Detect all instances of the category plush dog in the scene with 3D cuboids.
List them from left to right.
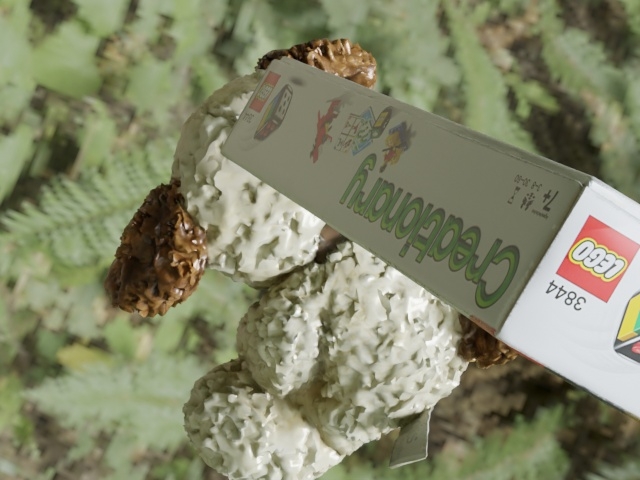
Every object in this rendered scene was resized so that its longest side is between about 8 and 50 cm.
[{"bbox_3d":[0.000,0.000,1.077,0.225,0.210,0.262,46,64,-16],"label":"plush dog"}]

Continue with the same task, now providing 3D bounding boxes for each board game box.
[{"bbox_3d":[0.090,0.017,0.621,0.193,0.305,0.053,29,92,-20],"label":"board game box"}]
